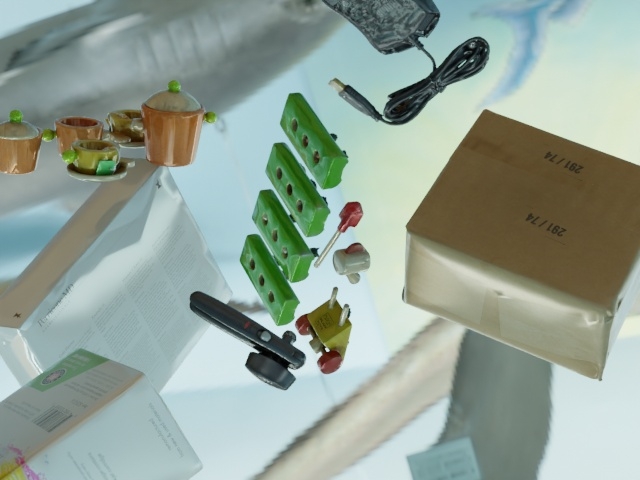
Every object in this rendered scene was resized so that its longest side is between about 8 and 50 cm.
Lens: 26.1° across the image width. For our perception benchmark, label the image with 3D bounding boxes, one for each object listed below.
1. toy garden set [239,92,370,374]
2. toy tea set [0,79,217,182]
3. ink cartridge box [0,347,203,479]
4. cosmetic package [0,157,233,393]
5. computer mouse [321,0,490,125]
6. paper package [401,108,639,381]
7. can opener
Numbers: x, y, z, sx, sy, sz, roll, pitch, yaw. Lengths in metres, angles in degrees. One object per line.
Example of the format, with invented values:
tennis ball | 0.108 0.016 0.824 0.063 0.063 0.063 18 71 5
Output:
toy garden set | 0.000 0.000 1.468 0.049 0.244 0.203 -8 -133 -29
toy tea set | -0.318 -0.171 2.007 0.200 0.124 0.336 18 -157 34
ink cartridge box | -0.311 0.258 1.300 0.353 0.119 0.207 -36 -162 -21
cosmetic package | -0.310 0.100 2.086 0.097 0.284 0.377 6 -136 34
computer mouse | 0.059 -0.258 1.663 0.184 0.262 0.060 -40 -156 31
paper package | 0.321 0.000 2.024 0.325 0.168 0.309 21 -128 20
can opener | -0.101 0.126 1.889 0.073 0.186 0.059 -51 175 -32
